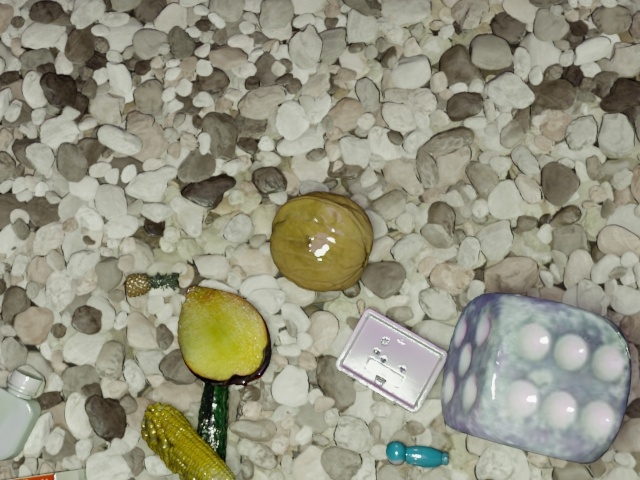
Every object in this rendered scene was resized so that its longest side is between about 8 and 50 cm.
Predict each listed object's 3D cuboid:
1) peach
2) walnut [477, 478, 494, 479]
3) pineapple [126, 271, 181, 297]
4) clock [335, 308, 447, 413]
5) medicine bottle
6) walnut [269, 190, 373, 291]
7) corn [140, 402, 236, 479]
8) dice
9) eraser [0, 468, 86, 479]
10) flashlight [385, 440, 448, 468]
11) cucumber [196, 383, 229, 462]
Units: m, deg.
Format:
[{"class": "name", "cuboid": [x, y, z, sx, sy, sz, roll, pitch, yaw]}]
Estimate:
[{"class": "peach", "cuboid": [-0.212, 0.209, 1.543, 0.189, 0.068, 0.279, -30, 57, -11]}, {"class": "walnut", "cuboid": [0.325, 0.519, 1.427, 0.096, 0.082, 0.079, -21, 48, 2]}, {"class": "pineapple", "cuboid": [-0.373, 0.095, 1.607, 0.124, 0.058, 0.058, -7, 76, -11]}, {"class": "clock", "cuboid": [0.149, 0.256, 1.510, 0.197, 0.063, 0.150, 29, 81, 11]}, {"class": "medicine bottle", "cuboid": [-0.676, 0.375, 1.551, 0.119, 0.069, 0.183, 23, 81, 11]}, {"class": "walnut", "cuboid": [0.000, 0.000, 1.516, 0.228, 0.228, 0.228, -1, 77, 5]}, {"class": "corn", "cuboid": [-0.267, 0.424, 1.429, 0.320, 0.097, 0.097, 27, 78, 46]}, {"class": "dice", "cuboid": [0.399, 0.259, 1.359, 0.270, 0.271, 0.270, 16, 80, -6]}, {"class": "eraser", "cuboid": [-0.609, 0.579, 1.514, 0.230, 0.038, 0.157, -9, 76, 4]}, {"class": "flashlight", "cuboid": [0.199, 0.440, 1.470, 0.129, 0.051, 0.051, 4, 77, 4]}, {"class": "cucumber", "cuboid": [-0.228, 0.398, 1.510, 0.067, 0.067, 0.294, 2, 76, 5]}]
